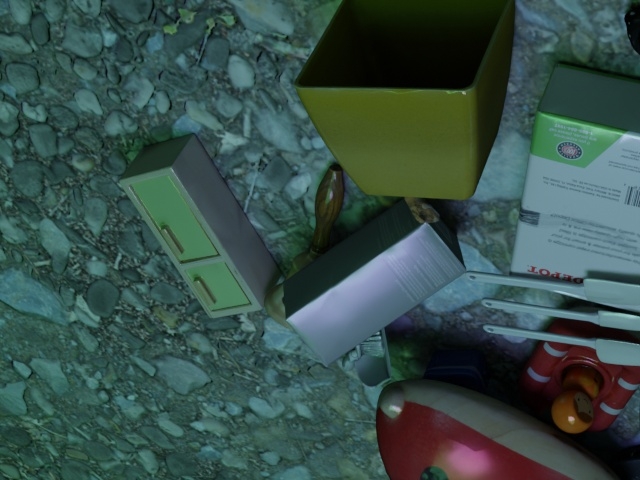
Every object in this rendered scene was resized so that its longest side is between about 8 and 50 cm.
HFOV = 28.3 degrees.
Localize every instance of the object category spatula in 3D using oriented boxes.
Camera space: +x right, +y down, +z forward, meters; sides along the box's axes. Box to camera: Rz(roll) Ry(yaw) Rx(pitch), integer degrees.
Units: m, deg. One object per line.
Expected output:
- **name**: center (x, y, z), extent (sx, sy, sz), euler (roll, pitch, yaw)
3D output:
- **spatula**: center (0.313, 0.099, 1.640), extent (0.242, 0.019, 0.168), euler (6, 145, 24)

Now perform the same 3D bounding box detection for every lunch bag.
- **lunch bag**: center (0.207, 0.208, 1.900), extent (0.098, 0.065, 0.067), euler (-5, 126, 30)

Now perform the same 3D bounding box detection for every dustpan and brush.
- **dustpan and brush**: center (0.063, 0.166, 1.915), extent (0.060, 0.147, 0.211), euler (-9, 162, -3)

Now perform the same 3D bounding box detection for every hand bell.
- **hand bell**: center (0.000, 0.000, 1.811), extent (0.126, 0.126, 0.242), euler (18, 121, 10)

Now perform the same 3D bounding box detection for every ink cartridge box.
- **ink cartridge box**: center (0.354, -0.059, 1.559), extent (0.198, 0.114, 0.272), euler (15, 135, 13)

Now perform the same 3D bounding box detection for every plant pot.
- **plant pot**: center (0.117, -0.165, 1.513), extent (0.212, 0.212, 0.187), euler (4, 132, 22)

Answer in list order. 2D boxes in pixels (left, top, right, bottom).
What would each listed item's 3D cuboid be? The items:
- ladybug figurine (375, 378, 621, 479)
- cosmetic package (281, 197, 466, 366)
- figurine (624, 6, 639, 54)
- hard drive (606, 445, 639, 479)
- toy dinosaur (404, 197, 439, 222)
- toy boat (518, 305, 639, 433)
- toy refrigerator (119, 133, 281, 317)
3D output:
- **ladybug figurine**: center (0.253, 0.349, 1.855), extent (0.449, 0.161, 0.305), euler (32, 158, -21)
- **cosmetic package**: center (0.069, 0.050, 1.721), extent (0.238, 0.127, 0.107), euler (-37, 110, 14)
- **figurine**: center (0.433, -0.196, 1.363), extent (0.215, 0.209, 0.092), euler (29, 99, -2)
- **hard drive**: center (0.571, 0.359, 1.870), extent (0.255, 0.054, 0.172), euler (-12, 123, 34)
- **toy dinosaur**: center (0.097, -0.113, 1.659), extent (0.211, 0.112, 0.064), euler (51, 174, 35)
- **toy boat**: center (0.362, 0.203, 1.762), extent (0.151, 0.151, 0.231), euler (24, 135, 4)
- **toy refrigerator**: center (-0.174, -0.014, 1.863), extent (0.102, 0.094, 0.269), euler (-11, 124, 32)
